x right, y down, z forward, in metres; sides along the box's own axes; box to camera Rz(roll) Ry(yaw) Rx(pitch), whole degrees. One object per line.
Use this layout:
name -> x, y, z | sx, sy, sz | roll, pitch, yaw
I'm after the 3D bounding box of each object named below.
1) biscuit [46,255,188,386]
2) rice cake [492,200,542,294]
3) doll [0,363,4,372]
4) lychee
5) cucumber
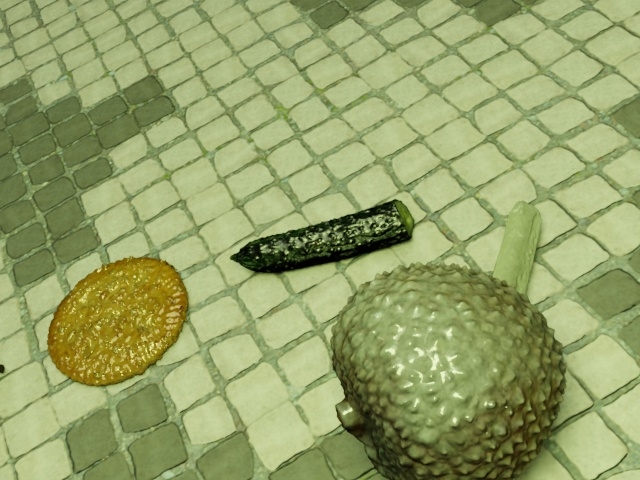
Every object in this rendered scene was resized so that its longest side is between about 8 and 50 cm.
biscuit -> -0.334, 0.126, 1.445 | 0.254, 0.035, 0.254 | -11, 49, 12
rice cake -> 0.271, 0.056, 1.261 | 0.052, 0.057, 0.256 | 16, 56, 10
doll -> -0.586, 0.221, 1.374 | 0.057, 0.165, 0.139 | 0, 56, 27
lychee -> 0.151, 0.161, 1.050 | 0.300, 0.300, 0.300 | -11, 48, 12
cucumber -> 0.000, 0.002, 1.401 | 0.300, 0.072, 0.072 | -15, 47, 11
